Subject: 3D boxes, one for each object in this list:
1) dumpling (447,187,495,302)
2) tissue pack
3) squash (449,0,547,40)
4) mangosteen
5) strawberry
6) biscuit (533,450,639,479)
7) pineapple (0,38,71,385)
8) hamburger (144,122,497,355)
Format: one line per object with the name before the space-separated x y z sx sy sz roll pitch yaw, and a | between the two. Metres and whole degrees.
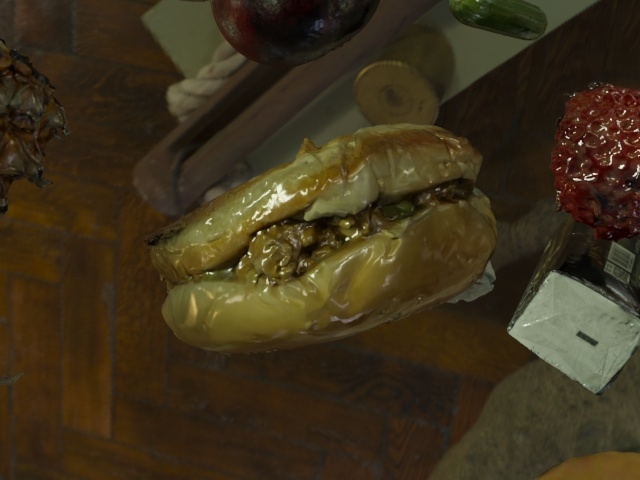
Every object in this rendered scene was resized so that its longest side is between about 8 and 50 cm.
dumpling | 0.123 -0.007 1.164 0.127 0.108 0.188 2 134 23
tissue pack | 0.498 0.081 1.952 0.210 0.370 0.198 37 124 4
squash | 0.274 -0.346 1.644 0.066 0.229 0.066 0 90 41
mangosteen | -0.048 -0.358 1.379 0.236 0.235 0.261 -24 109 25
strawberry | 0.500 -0.106 1.740 0.280 0.150 0.253 14 118 24
biscuit | 0.218 0.125 0.392 0.340 0.216 0.047 -6 127 -15
pineapple | -0.325 0.000 0.776 0.263 0.271 0.262 1 153 0
hamburger | 0.002 0.000 0.992 0.284 0.305 0.174 -12 90 43
